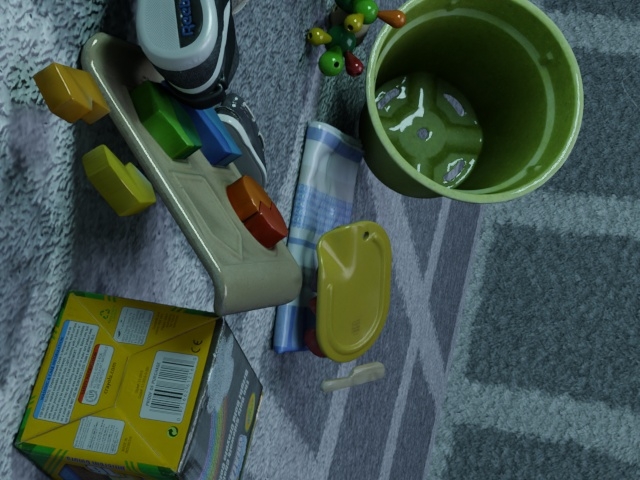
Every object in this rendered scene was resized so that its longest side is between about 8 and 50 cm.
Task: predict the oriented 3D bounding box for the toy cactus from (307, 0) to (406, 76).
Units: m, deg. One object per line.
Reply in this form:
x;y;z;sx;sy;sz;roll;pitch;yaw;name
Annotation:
0.045;-0.281;1.626;0.180;0.112;0.219;84;9;-74;toy cactus

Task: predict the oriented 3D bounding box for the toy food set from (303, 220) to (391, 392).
0.019;0.073;1.682;0.128;0.071;0.218;-18;118;-44;toy food set

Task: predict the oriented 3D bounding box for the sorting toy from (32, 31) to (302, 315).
-0.101;-0.053;1.051;0.229;0.041;0.307;62;13;7;sorting toy

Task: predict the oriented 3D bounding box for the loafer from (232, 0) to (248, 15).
-0.067;-0.252;1.302;0.125;0.045;0.039;-56;169;-46;loafer

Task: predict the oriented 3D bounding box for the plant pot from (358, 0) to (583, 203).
0.162;-0.162;1.794;0.254;0.276;0.276;145;-42;-75;plant pot

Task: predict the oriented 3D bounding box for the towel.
0.000;0.000;1.723;0.209;0.034;0.285;17;82;-75;towel

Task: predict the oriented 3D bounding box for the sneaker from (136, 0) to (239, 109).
-0.104;-0.204;1.078;0.121;0.079;0.217;76;14;-66;sneaker

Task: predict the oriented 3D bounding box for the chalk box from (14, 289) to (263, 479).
-0.131;0.146;1.105;0.213;0.132;0.132;73;28;-62;chalk box

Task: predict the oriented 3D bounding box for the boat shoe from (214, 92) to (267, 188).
-0.075;-0.095;1.349;0.125;0.046;0.038;62;43;-54;boat shoe
